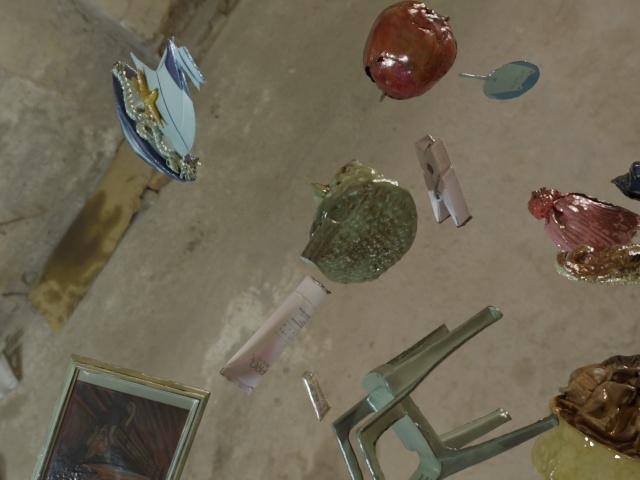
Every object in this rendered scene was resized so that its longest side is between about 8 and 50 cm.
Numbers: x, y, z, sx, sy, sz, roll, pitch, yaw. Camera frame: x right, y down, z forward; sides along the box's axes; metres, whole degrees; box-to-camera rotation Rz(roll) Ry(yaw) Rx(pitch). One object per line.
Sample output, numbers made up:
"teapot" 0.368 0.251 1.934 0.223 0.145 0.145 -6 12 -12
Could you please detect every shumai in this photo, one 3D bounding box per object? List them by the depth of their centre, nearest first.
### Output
"shumai" 0.098 -0.090 1.735 0.324 0.397 0.323 -15 45 -5

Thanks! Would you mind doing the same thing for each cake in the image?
"cake" 0.619 0.365 1.127 0.332 0.332 0.321 22 99 36

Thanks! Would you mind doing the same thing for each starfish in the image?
"starfish" 0.506 0.032 0.850 0.312 0.303 0.113 8 73 7

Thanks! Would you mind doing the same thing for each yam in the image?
"yam" 0.000 0.000 1.457 0.054 0.054 0.132 31 87 37

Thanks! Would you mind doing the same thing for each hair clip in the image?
"hair clip" 0.398 -0.190 1.856 0.085 0.331 0.101 -36 33 -17

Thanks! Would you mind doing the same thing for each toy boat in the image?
"toy boat" -0.223 -0.204 0.834 0.220 0.067 0.291 59 146 -4

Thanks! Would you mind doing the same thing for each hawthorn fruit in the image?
"hawthorn fruit" 0.134 -0.293 0.912 0.172 0.148 0.148 -50 47 42

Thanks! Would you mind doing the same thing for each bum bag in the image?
"bum bag" 0.816 -0.149 1.412 0.137 0.310 0.074 17 87 15

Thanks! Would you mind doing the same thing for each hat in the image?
"hat" 0.685 -0.046 1.512 0.286 0.107 0.237 31 56 19

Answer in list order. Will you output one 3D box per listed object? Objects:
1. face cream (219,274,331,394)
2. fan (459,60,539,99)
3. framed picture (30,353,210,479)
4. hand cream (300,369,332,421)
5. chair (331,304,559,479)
"face cream" -0.081 0.171 1.064 0.244 0.092 0.058 -50 38 -11
"fan" 0.359 -0.326 1.153 0.113 0.175 0.005 119 148 -59
"framed picture" -0.312 0.326 0.864 0.016 0.216 0.273 -136 65 -76
"hand cream" -0.012 0.427 1.586 0.039 0.061 0.143 -12 106 38
"chair" 0.116 0.234 0.671 0.274 0.203 0.191 -29 80 -11
